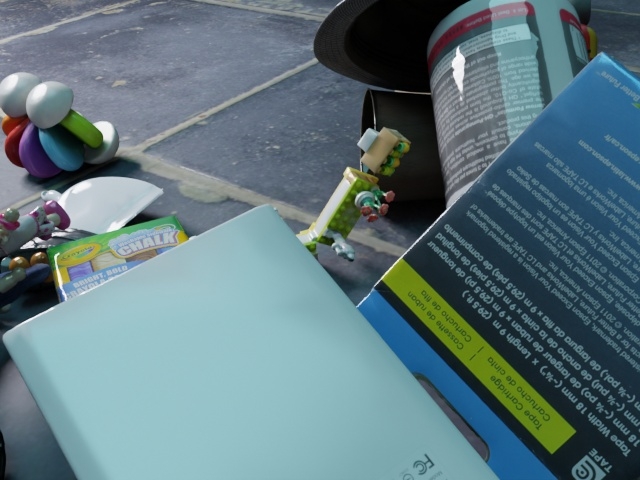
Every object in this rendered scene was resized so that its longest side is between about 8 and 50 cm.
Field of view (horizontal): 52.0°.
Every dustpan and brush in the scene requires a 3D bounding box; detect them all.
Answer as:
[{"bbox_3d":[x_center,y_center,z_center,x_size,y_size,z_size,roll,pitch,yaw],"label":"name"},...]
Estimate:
[{"bbox_3d":[-0.328,-0.045,0.904,0.211,0.060,0.147,26,56,27],"label":"dustpan and brush"}]

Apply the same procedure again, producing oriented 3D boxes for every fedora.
[{"bbox_3d":[0.130,-0.293,0.824,0.276,0.244,0.124,6,72,-17],"label":"fedora"}]

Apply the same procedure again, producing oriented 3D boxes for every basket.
[{"bbox_3d":[0.175,-0.128,0.903,0.227,0.154,0.204,0,22,-3],"label":"basket"}]

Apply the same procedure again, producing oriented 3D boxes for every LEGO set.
[{"bbox_3d":[0.000,0.000,0.735,0.287,0.132,0.107,-30,43,-1],"label":"LEGO set"}]

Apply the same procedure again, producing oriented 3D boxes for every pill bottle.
[{"bbox_3d":[0.219,-0.094,0.716,0.177,0.176,0.318,-3,69,0],"label":"pill bottle"}]

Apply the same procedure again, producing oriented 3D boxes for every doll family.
[{"bbox_3d":[-0.354,0.065,0.642,0.263,0.118,0.163,-26,8,24],"label":"doll family"}]

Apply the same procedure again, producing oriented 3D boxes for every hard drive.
[{"bbox_3d":[-0.032,0.151,0.460,0.233,0.047,0.353,-29,65,-26],"label":"hard drive"}]

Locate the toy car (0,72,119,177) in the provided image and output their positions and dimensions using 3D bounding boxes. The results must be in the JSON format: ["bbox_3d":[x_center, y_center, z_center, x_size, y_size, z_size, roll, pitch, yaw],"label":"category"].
[{"bbox_3d":[-0.423,-0.164,1.024,0.182,0.159,0.136,21,75,30],"label":"toy car"}]

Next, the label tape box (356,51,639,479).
[{"bbox_3d":[0.201,0.056,0.539,0.333,0.106,0.240,-46,69,8],"label":"label tape box"}]

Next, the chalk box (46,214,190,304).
[{"bbox_3d":[-0.179,0.070,0.644,0.132,0.132,0.213,-16,37,-19],"label":"chalk box"}]

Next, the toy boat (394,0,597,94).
[{"bbox_3d":[0.281,-0.263,0.987,0.268,0.148,0.318,-2,-5,-28],"label":"toy boat"}]

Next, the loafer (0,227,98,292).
[{"bbox_3d":[-0.337,0.033,0.767,0.223,0.076,0.078,-1,39,11],"label":"loafer"}]

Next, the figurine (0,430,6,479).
[{"bbox_3d":[-0.308,0.235,0.462,0.215,0.092,0.209,-25,32,-28],"label":"figurine"}]
